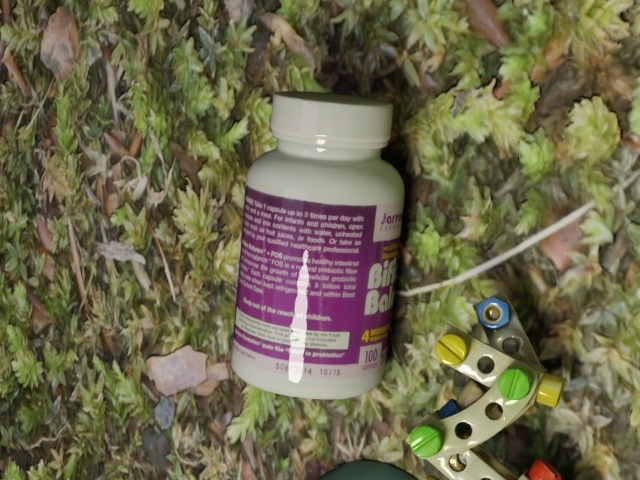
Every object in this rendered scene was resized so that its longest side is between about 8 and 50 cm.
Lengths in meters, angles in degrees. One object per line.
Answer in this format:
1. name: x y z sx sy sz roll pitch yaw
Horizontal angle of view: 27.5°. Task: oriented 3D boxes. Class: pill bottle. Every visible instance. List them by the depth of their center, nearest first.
1. pill bottle: 0.000 0.000 1.366 0.169 0.169 0.301 17 106 45

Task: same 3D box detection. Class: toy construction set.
1. toy construction set: 0.210 0.219 1.191 0.327 0.151 0.215 41 97 28

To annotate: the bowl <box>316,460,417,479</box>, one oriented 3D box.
1. bowl: 0.011 0.404 1.396 0.311 0.163 0.311 7 99 47
